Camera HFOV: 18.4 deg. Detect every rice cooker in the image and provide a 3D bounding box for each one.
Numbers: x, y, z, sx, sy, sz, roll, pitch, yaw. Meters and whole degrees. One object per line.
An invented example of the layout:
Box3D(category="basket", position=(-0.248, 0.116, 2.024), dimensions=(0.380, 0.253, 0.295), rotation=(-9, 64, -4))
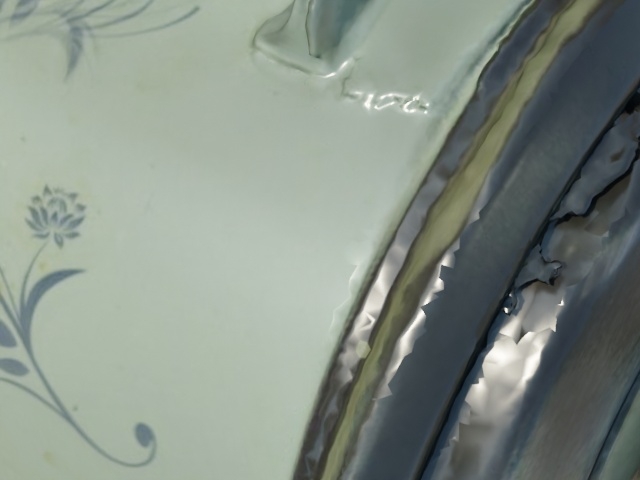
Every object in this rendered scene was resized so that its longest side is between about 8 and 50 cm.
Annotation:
Box3D(category="rice cooker", position=(0.000, 0.000, 0.596), dimensions=(0.264, 0.317, 0.316), rotation=(-45, 123, -38))
